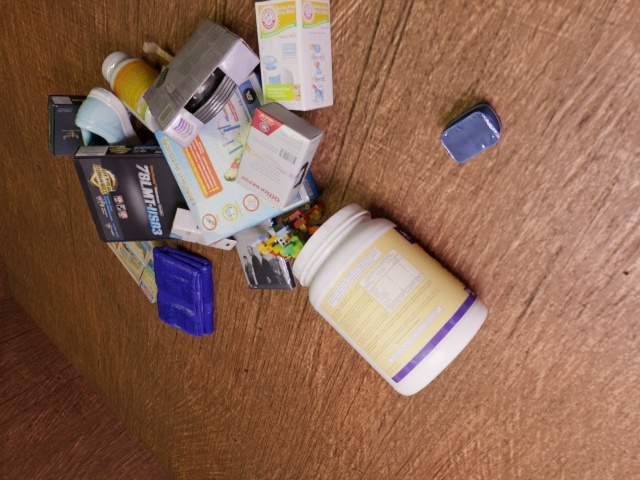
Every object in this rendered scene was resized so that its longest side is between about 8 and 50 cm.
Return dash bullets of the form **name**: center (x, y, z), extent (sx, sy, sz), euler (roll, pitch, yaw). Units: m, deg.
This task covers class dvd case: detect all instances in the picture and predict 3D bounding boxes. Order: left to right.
- **dvd case**: center (-0.170, 0.026, 1.200), extent (0.179, 0.029, 0.239), euler (-5, 106, 40)

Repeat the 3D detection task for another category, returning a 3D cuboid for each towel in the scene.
- **towel**: center (-0.474, 0.181, 1.453), extent (0.227, 0.076, 0.308), euler (16, 121, 13)

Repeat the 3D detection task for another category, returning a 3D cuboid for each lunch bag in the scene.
- **lunch bag**: center (0.258, -0.186, 0.733), extent (0.098, 0.065, 0.067), euler (-28, 107, 42)

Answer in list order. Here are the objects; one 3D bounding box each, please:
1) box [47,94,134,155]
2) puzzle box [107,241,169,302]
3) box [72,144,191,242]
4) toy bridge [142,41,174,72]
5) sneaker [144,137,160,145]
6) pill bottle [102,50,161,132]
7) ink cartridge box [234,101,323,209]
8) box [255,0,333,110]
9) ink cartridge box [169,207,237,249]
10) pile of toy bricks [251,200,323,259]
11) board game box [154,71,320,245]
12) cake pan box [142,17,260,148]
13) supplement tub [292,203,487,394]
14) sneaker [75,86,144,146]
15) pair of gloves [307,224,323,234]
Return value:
- **box**: center (-0.714, -0.357, 1.324), extent (0.059, 0.232, 0.183), euler (53, 133, 23)
- **puzzle box**: center (-0.707, 0.011, 1.613), extent (0.409, 0.052, 0.272), euler (48, 132, 11)
- **box**: center (-0.512, -0.130, 1.229), extent (0.293, 0.073, 0.296), euler (-1, 129, -8)
- **toy bridge**: center (-0.393, -0.456, 1.134), extent (0.188, 0.063, 0.026), euler (50, 132, 7)
- **sneaker**: center (-0.485, -0.159, 1.336), extent (0.131, 0.112, 0.319), euler (19, 125, 12)
- **pill bottle**: center (-0.491, -0.417, 1.182), extent (0.245, 0.136, 0.136), euler (42, 130, 16)
- **ink cartridge box**: center (-0.089, -0.173, 0.879), extent (0.127, 0.072, 0.175), euler (32, 127, 7)
- **box**: center (-0.050, -0.377, 0.866), extent (0.114, 0.103, 0.203), euler (14, 118, 33)
- **ink cartridge box**: center (-0.334, -0.030, 1.230), extent (0.104, 0.180, 0.060), euler (148, 133, -61)
- **pile of toy bricks**: center (-0.069, -0.001, 1.046), extent (0.212, 0.118, 0.105), euler (-32, 96, 32)
- **board game box**: center (-0.200, -0.183, 1.021), extent (0.301, 0.086, 0.308), euler (-21, 96, 22)
- **cake pan box**: center (-0.270, -0.353, 0.931), extent (0.246, 0.070, 0.267), euler (-49, 44, 7)
- **supplement tub**: center (0.128, 0.108, 0.853), extent (0.331, 0.241, 0.241), euler (44, 131, 15)
- **sneaker**: center (-0.629, -0.279, 1.262), extent (0.135, 0.150, 0.366), euler (23, 156, 7)
- **pair of gloves**: center (0.000, 0.000, 1.062), extent (0.074, 0.010, 0.083), euler (5, 114, 43)
